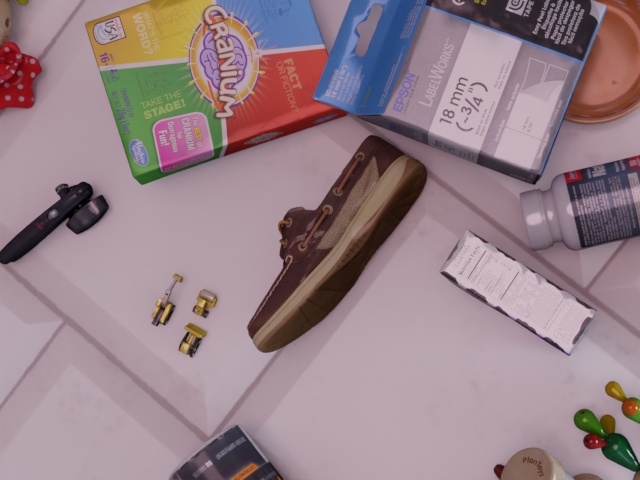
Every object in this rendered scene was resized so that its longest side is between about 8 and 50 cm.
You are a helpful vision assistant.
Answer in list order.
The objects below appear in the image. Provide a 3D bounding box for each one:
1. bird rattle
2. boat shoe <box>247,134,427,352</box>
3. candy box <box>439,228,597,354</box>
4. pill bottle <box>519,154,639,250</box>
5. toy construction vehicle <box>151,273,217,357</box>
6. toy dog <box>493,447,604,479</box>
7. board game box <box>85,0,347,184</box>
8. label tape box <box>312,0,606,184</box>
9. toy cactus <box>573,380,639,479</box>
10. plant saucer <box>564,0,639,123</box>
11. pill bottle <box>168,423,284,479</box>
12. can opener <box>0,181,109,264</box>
[{"bbox_3d":[-0.519,-0.320,1.895,0.206,0.143,0.254,3,100,24],"label":"bird rattle"},{"bbox_3d":[0.000,0.000,1.742,0.123,0.123,0.342,38,91,20],"label":"boat shoe"},{"bbox_3d":[0.262,0.071,1.649,0.196,0.165,0.070,33,91,13],"label":"candy box"},{"bbox_3d":[0.362,-0.045,1.665,0.180,0.108,0.108,-13,83,11],"label":"pill bottle"},{"bbox_3d":[-0.201,0.108,1.814,0.086,0.035,0.098,30,93,13],"label":"toy construction vehicle"},{"bbox_3d":[0.239,0.412,1.629,0.334,0.161,0.220,-45,119,-22],"label":"toy dog"},{"bbox_3d":[-0.149,-0.245,1.787,0.316,0.064,0.242,-19,82,1],"label":"board game box"},{"bbox_3d":[0.177,-0.247,1.668,0.333,0.106,0.241,21,89,8],"label":"label tape box"},{"bbox_3d":[0.440,0.279,1.630,0.219,0.112,0.181,5,89,4],"label":"toy cactus"},{"bbox_3d":[0.371,-0.256,1.714,0.200,0.037,0.200,-1,87,12],"label":"plant saucer"},{"bbox_3d":[-0.088,0.385,1.723,0.130,0.130,0.246,-41,80,7],"label":"pill bottle"},{"bbox_3d":[-0.405,-0.023,1.856,0.186,0.059,0.073,-34,80,8],"label":"can opener"}]
